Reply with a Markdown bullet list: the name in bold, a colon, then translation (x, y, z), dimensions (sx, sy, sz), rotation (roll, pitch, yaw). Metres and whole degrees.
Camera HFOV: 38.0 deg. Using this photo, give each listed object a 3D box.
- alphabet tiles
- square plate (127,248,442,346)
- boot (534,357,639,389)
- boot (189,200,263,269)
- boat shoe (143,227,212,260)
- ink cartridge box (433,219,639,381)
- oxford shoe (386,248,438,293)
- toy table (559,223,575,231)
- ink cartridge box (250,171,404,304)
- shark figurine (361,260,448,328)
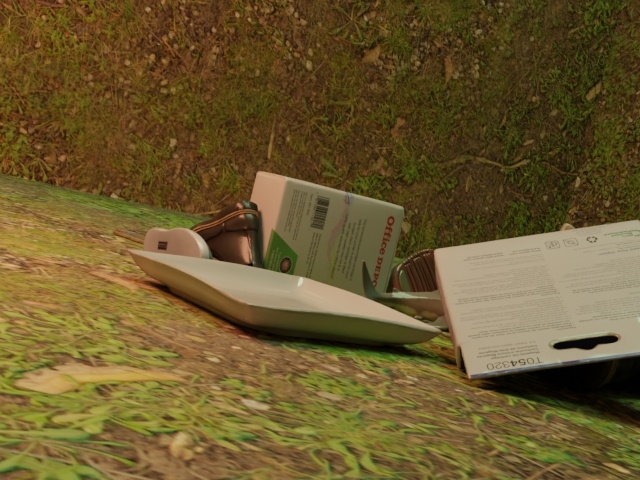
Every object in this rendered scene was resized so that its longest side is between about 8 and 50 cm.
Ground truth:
- **alphabet tiles**: translation (-0.268, 0.020, 2.004), dimensions (0.342, 0.011, 0.285), rotation (16, 4, 37)
- **square plate**: translation (-0.060, 0.087, 1.344), dimensions (0.343, 0.049, 0.347), rotation (11, 4, -38)
- **boot**: translation (0.408, 0.145, 1.527), dimensions (0.284, 0.138, 0.377), rotation (10, 8, -33)
- **boot**: translation (-0.183, 0.030, 1.685), dimensions (0.076, 0.137, 0.198), rotation (15, -37, -38)
- **boat shoe**: translation (-0.230, 0.022, 1.597), dimensions (0.076, 0.080, 0.228), rotation (10, -3, -33)
- **ink cartridge box**: translation (0.341, 0.096, 1.315), dimensions (0.323, 0.072, 0.330), rotation (-8, 31, 3)
- **oxford shoe**: translation (0.221, 0.102, 1.979), dimensions (0.146, 0.141, 0.397), rotation (-20, -11, 30)
- **toy table**: translation (0.519, 0.110, 1.944), dimensions (0.160, 0.252, 0.274), rotation (29, -10, -3)
- **ink cartridge box**: translation (0.000, 0.000, 1.756), dimensions (0.278, 0.202, 0.117), rotation (12, 3, -33)
- **shark figurine**: translation (0.202, 0.101, 1.711), dimensions (0.278, 0.116, 0.166), rotation (16, 2, 1)
